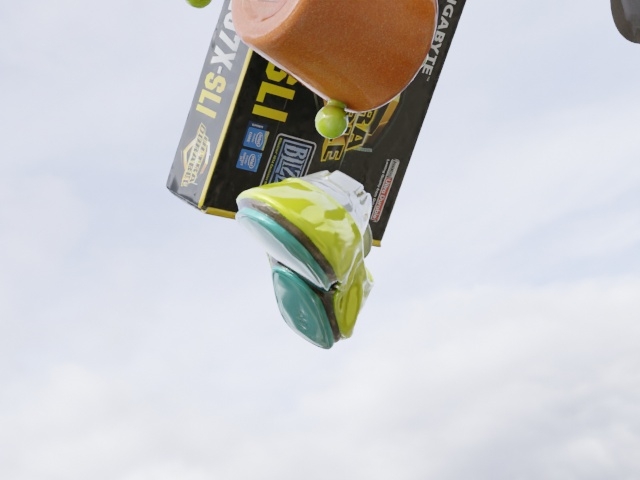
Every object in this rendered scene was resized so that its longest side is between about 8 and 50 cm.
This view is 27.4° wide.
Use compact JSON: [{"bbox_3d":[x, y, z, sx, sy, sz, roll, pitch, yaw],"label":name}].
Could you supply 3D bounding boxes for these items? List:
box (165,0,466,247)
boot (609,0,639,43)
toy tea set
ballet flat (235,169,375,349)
[{"bbox_3d":[0.005,-0.169,1.353,0.257,0.079,0.322,12,-78,-41],"label":"box"},{"bbox_3d":[0.391,-0.262,1.106,0.115,0.112,0.305,-4,-18,-37],"label":"boot"},{"bbox_3d":[0.055,-0.225,0.753,0.124,0.200,0.336,20,-60,-40],"label":"toy tea set"},{"bbox_3d":[0.000,0.000,0.815,0.077,0.077,0.231,-51,-17,-13],"label":"ballet flat"}]
